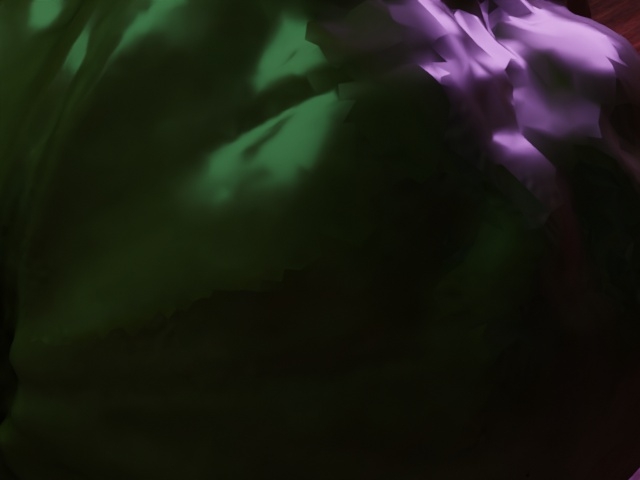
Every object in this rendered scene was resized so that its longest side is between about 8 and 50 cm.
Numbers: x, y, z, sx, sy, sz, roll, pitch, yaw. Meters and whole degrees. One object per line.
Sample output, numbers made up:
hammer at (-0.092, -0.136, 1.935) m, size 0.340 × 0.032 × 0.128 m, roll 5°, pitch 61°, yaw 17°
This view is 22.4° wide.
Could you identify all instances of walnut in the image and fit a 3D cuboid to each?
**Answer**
walnut at (-0.004, 0.008, 0.737) m, size 0.383 × 0.384 × 0.383 m, roll -16°, pitch 14°, yaw 4°
